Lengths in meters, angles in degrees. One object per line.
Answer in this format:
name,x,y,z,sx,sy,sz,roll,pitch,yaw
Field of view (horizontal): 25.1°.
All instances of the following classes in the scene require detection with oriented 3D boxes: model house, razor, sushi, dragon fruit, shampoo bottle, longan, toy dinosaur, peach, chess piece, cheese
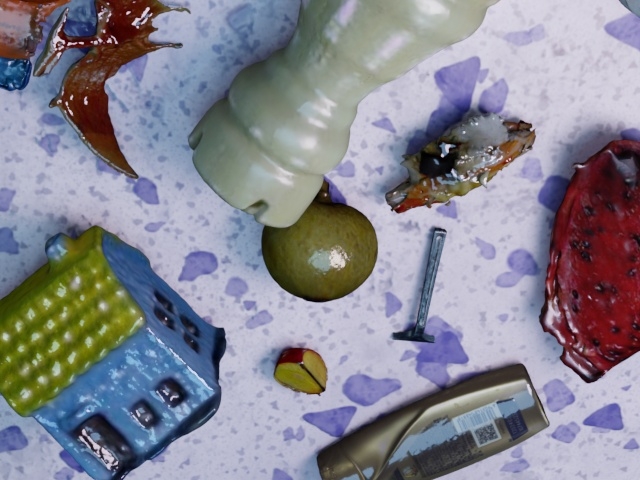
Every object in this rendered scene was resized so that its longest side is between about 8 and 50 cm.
model house,-0.304,0.137,1.961,0.237,0.215,0.303,-37,110,13
razor,0.155,0.070,2.069,0.066,0.033,0.190,6,116,-10
sushi,0.186,-0.106,1.945,0.226,0.097,0.103,-32,113,8
dragon fruit,0.447,0.018,2.049,0.286,0.228,0.329,44,130,8
shampoo bottle,0.164,0.298,2.160,0.350,0.084,0.125,-25,115,7
longan,0.000,0.000,1.963,0.155,0.145,0.176,23,72,-40
toy dinosaur,-0.234,-0.245,1.790,0.327,0.113,0.206,-50,149,18
peach,-0.024,0.186,2.098,0.083,0.050,0.077,20,137,-6
chess piece,0.022,-0.228,1.800,0.234,0.234,0.442,31,113,-20
cheese,-0.367,-0.336,1.747,0.217,0.129,0.329,15,116,-14

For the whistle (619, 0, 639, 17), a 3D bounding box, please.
whistle,0.437,-0.319,1.833,0.163,0.163,0.289,-1,117,-6
